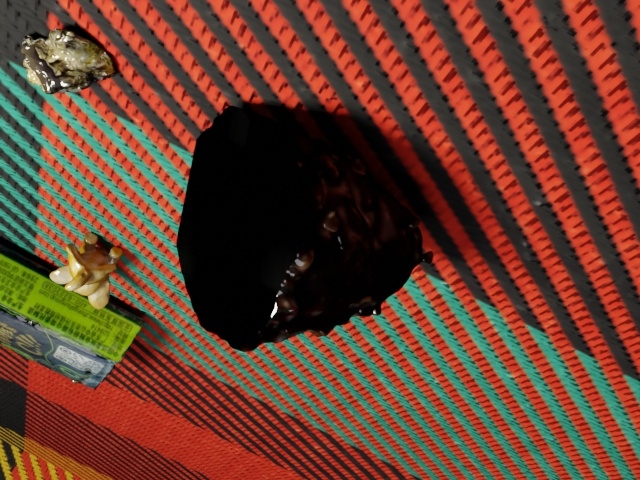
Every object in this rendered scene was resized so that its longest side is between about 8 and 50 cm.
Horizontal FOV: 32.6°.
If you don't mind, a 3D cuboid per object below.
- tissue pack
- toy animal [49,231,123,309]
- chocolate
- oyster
[{"bbox_3d":[-0.320,0.074,1.183,0.235,0.073,0.173,29,155,-9],"label":"tissue pack"},{"bbox_3d":[-0.218,0.035,1.016,0.060,0.081,0.083,27,136,-11],"label":"toy animal"},{"bbox_3d":[0.000,0.000,0.701,0.133,0.156,0.156,7,169,-35],"label":"chocolate"},{"bbox_3d":[-0.171,-0.115,0.722,0.083,0.019,0.054,-3,144,46],"label":"oyster"}]
